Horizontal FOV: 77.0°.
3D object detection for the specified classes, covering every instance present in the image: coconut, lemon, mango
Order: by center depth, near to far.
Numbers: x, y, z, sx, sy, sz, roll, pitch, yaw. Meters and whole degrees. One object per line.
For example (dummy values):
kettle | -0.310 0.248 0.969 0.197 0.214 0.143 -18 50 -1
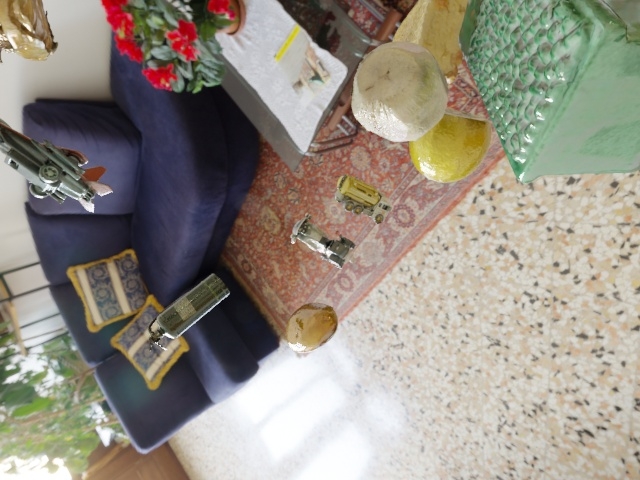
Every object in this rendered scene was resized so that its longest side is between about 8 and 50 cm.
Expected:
coconut | 0.095 -0.172 0.482 0.110 0.124 0.110 -2 85 25
mango | -0.021 0.237 1.129 0.109 0.147 0.227 35 143 -13
lemon | 0.389 -0.288 1.240 0.241 0.241 0.219 27 119 33

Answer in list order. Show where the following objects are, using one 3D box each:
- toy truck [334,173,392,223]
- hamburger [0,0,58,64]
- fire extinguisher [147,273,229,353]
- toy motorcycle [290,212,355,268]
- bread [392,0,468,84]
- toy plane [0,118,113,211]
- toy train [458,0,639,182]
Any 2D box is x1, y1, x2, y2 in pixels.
toy truck | 0.154 -0.150 1.446 0.114 0.227 0.098 -59 34 17
hamburger | -0.447 -0.375 0.506 0.260 0.145 0.283 -168 71 -66
fire extinguisher | -0.426 0.227 1.254 0.118 0.294 0.093 40 154 20
toy motorcycle | 0.000 0.000 1.193 0.221 0.102 0.150 28 167 28
bread | 0.222 -0.399 0.858 0.114 0.274 0.184 13 94 -6
toy plane | -0.609 -0.173 0.837 0.326 0.104 0.223 32 142 -33
toy train | 0.251 -0.175 0.346 0.145 0.202 0.265 90 179 -54
